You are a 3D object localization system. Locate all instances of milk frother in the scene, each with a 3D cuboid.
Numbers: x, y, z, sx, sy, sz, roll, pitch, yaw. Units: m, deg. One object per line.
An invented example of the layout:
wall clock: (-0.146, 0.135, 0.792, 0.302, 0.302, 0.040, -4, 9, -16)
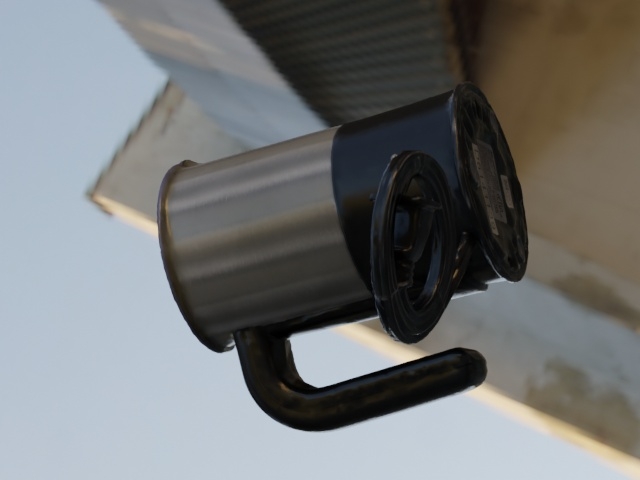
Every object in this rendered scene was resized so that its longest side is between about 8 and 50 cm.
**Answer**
milk frother: (0.000, 0.000, 0.766, 0.143, 0.134, 0.129, 43, -143, -56)
